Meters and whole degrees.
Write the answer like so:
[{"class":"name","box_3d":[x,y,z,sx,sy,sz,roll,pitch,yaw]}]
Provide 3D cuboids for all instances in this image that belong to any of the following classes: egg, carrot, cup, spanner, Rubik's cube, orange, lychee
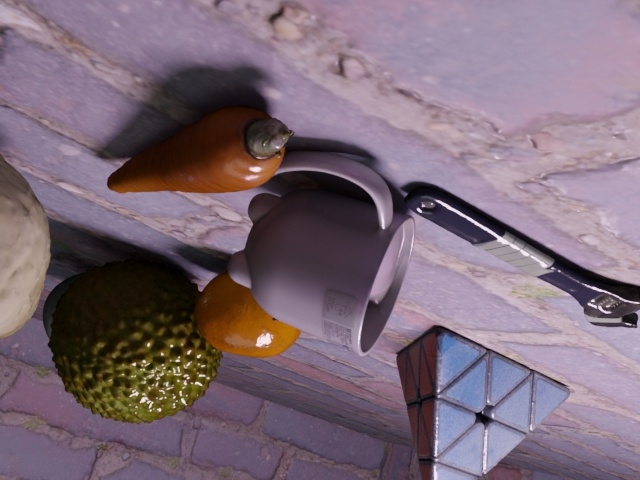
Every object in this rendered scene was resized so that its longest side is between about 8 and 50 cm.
[{"class":"egg","box_3d":[-0.440,0.148,1.384,0.169,0.169,0.236,17,161,-3]},{"class":"carrot","box_3d":[-0.121,-0.067,0.642,0.069,0.069,0.336,27,162,-31]},{"class":"cup","box_3d":[-0.004,0.012,0.651,0.142,0.134,0.173,20,165,17]},{"class":"spanner","box_3d":[0.210,0.020,0.677,0.316,0.024,0.087,27,158,-25]},{"class":"Rubik's cube","box_3d":[0.224,0.259,1.174,0.229,0.228,0.233,51,121,9]},{"class":"orange","box_3d":[-0.102,0.103,1.033,0.156,0.124,0.156,7,177,0]},{"class":"lychee","box_3d":[-0.292,0.155,1.141,0.270,0.270,0.320,30,154,-37]}]

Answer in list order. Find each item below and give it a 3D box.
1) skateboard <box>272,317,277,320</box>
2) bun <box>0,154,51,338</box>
[{"class":"skateboard","box_3d":[-0.052,0.057,0.911,0.064,0.083,0.032,29,159,-32]},{"class":"bun","box_3d":[-0.457,-0.033,0.763,0.352,0.227,0.349,12,162,21]}]
